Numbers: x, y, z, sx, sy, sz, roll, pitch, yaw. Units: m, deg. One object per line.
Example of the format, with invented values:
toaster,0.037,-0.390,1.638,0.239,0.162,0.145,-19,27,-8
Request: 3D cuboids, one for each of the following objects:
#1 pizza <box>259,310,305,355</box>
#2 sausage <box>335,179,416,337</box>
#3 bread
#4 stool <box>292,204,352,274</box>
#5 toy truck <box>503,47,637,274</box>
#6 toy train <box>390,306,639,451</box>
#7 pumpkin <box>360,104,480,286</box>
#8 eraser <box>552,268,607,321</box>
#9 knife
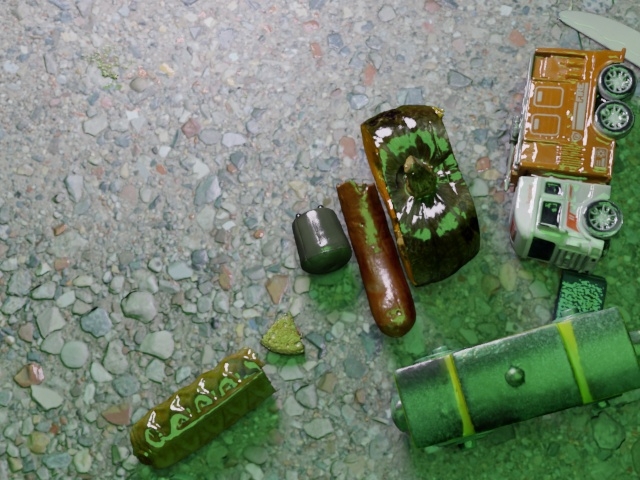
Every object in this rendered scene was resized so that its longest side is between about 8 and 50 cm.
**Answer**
pizza,-0.061,0.164,1.846,0.083,0.025,0.078,16,80,-3
sausage,0.099,0.030,1.844,0.076,0.103,0.302,-19,74,6
bread,-0.203,0.288,1.780,0.269,0.098,0.087,-34,36,-10
stool,0.000,0.000,1.859,0.096,0.096,0.110,-17,70,-5
toy truck,0.435,-0.146,1.866,0.206,0.173,0.388,8,72,8
toy train,0.318,0.223,1.686,0.442,0.272,0.179,-17,79,7
pumpkin,0.174,-0.086,1.816,0.139,0.222,0.317,-13,76,-5
eraser,0.448,0.158,1.849,0.082,0.036,0.225,14,76,5
knife,0.605,-0.359,1.990,0.336,0.043,0.081,38,72,11
